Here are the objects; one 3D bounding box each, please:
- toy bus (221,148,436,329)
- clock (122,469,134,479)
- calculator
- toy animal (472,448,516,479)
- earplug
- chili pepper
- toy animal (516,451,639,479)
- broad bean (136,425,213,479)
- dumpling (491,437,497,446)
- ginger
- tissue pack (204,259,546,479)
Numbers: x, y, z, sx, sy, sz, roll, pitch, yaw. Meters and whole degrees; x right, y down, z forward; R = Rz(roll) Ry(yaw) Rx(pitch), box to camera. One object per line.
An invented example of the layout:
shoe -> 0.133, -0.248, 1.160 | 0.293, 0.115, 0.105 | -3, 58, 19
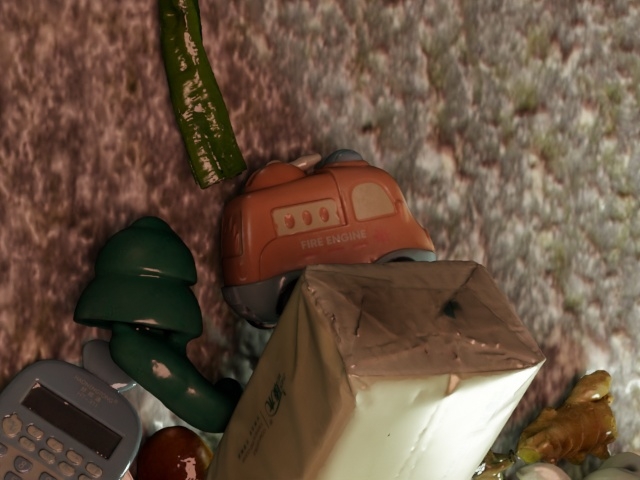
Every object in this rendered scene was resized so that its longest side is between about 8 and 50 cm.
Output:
toy bus -> 0.000, 0.000, 1.690 | 0.287, 0.194, 0.232 | -13, 89, -20
clock -> -0.309, 0.354, 1.648 | 0.172, 0.064, 0.198 | 16, 92, -11
calculator -> -0.335, 0.259, 1.600 | 0.188, 0.042, 0.303 | 33, 59, 0
toy animal -> 0.276, 0.356, 1.907 | 0.219, 0.069, 0.086 | 41, 104, -17
earplug -> -0.190, 0.109, 1.631 | 0.257, 0.164, 0.280 | 2, 85, -29
chili pepper -> -0.174, -0.242, 1.636 | 0.085, 0.076, 0.359 | -29, 112, -37
toy animal -> 0.440, 0.444, 1.886 | 0.241, 0.196, 0.367 | -44, 130, 2
broad bean -> -0.187, 0.328, 1.700 | 0.114, 0.084, 0.165 | -24, 101, -2
dumpling -> 0.177, 0.216, 1.839 | 0.216, 0.149, 0.105 | 40, 119, -13
ginger -> 0.384, 0.291, 1.935 | 0.205, 0.081, 0.115 | -34, 125, -22
tissue pack -> 0.055, 0.219, 1.564 | 0.297, 0.207, 0.380 | -1, 132, -31
